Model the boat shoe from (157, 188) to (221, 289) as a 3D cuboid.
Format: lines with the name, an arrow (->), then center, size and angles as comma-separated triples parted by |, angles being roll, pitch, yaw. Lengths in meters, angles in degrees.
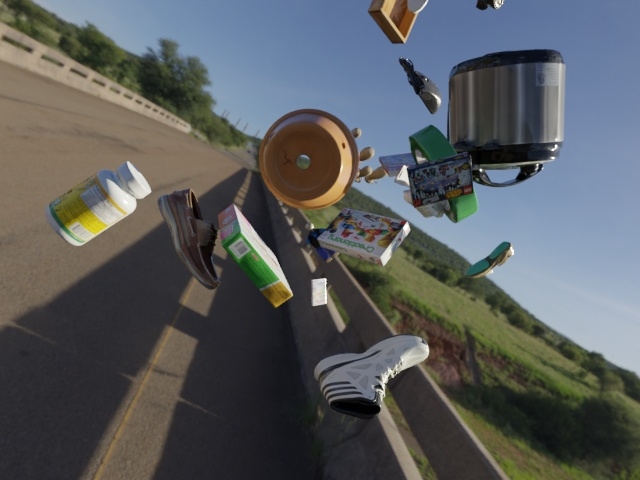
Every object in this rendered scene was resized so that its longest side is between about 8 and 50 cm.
boat shoe -> -0.359, -0.014, 1.307 | 0.324, 0.116, 0.123 | 62, -2, 12

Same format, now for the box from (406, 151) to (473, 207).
box -> 0.265, -0.133, 0.999 | 0.027, 0.137, 0.094 | -95, 169, -57

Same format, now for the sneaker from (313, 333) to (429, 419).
sneaker -> 0.222, 0.508, 1.623 | 0.257, 0.447, 0.169 | -119, -162, -55

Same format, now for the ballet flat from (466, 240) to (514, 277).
ballet flat -> 0.660, 0.090, 1.739 | 0.067, 0.206, 0.073 | 42, 18, -23

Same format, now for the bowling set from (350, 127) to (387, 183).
bowling set -> 0.152, -0.350, 2.067 | 0.287, 0.200, 0.154 | 54, -33, -9

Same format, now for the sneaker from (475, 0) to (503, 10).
sneaker -> 0.466, -0.710, 1.263 | 0.089, 0.051, 0.170 | 55, 8, 32

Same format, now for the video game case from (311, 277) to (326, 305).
video game case -> -0.009, 0.243, 2.134 | 0.087, 0.122, 0.011 | -3, 2, -42

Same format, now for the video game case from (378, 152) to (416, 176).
video game case -> 0.352, -0.308, 1.799 | 0.204, 0.025, 0.285 | -7, 21, 2

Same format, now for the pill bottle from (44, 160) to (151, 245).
pill bottle -> -0.506, -0.090, 1.040 | 0.117, 0.208, 0.117 | 56, -3, 5

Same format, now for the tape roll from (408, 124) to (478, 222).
tape roll -> 0.392, -0.213, 1.454 | 0.321, 0.077, 0.321 | 60, 8, -13

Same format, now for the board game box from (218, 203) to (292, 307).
board game box -> -0.203, 0.035, 1.352 | 0.242, 0.064, 0.316 | 54, -1, -22

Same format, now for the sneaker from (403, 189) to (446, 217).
sneaker -> 0.331, -0.117, 1.395 | 0.090, 0.095, 0.235 | 4, 4, 39

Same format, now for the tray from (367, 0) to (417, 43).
tray -> 0.341, -1.029, 1.796 | 0.076, 0.411, 0.203 | 22, -4, 42

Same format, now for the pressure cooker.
pressure cooker -> 0.614, -0.390, 1.515 | 0.370, 0.420, 0.375 | -2, 11, 18

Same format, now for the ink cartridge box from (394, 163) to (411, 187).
ink cartridge box -> 0.266, -0.207, 1.431 | 0.029, 0.063, 0.115 | 39, 20, 32

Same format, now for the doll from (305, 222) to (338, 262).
doll -> 0.000, 0.000, 1.966 | 0.189, 0.129, 0.046 | 52, -5, -3

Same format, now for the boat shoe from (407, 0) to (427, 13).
boat shoe -> 0.324, -0.807, 1.445 | 0.066, 0.184, 0.063 | 12, -4, 13

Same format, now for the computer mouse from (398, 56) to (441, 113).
computer mouse -> 0.403, -0.581, 1.719 | 0.272, 0.072, 0.188 | 26, 39, -53

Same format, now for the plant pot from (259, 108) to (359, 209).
plant pot -> -0.036, -0.216, 1.231 | 0.291, 0.291, 0.203 | 32, 12, -4

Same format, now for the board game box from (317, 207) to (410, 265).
board game box -> 0.161, -0.021, 1.723 | 0.305, 0.193, 0.053 | 16, -35, 40
